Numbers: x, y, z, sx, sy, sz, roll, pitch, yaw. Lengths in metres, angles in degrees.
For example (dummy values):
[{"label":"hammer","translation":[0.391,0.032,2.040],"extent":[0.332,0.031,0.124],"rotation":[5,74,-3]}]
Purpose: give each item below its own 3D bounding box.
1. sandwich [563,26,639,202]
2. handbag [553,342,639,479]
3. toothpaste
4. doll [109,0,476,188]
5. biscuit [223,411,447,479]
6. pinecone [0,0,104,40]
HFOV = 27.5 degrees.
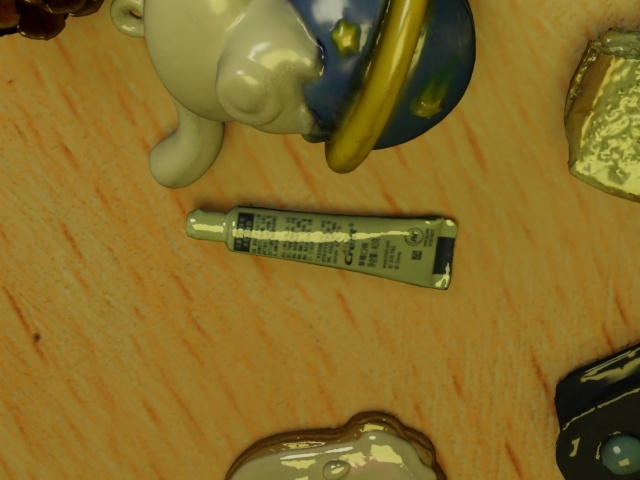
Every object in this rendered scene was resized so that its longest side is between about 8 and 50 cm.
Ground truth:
[{"label":"sandwich","translation":[0.314,-0.140,0.916],"extent":[0.249,0.095,0.273],"rotation":[17,114,4]},{"label":"handbag","translation":[0.374,0.179,1.032],"extent":[0.325,0.118,0.269],"rotation":[-26,108,18]},{"label":"toothpaste","translation":[0.000,0.000,1.044],"extent":[0.216,0.037,0.062],"rotation":[6,113,0]},{"label":"doll","translation":[-0.027,-0.114,0.925],"extent":[0.242,0.159,0.311],"rotation":[10,138,-20]},{"label":"biscuit","translation":[0.011,0.244,1.137],"extent":[0.208,0.049,0.181],"rotation":[-12,109,10]},{"label":"pinecone","translation":[-0.205,-0.218,0.910],"extent":[0.173,0.173,0.173],"rotation":[2,113,6]}]
